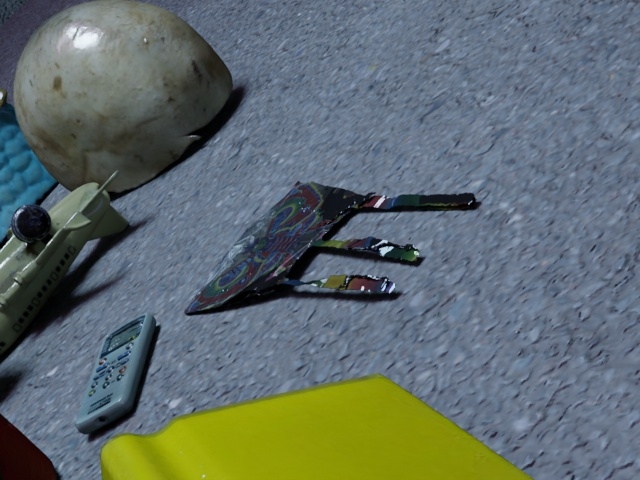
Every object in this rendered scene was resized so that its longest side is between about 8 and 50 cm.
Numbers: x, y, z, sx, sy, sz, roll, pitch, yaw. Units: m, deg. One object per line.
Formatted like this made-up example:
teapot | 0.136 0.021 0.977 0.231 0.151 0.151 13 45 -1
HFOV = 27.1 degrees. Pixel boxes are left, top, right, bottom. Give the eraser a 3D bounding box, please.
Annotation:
eraser | 0.002 0.130 0.582 0.158 0.069 0.226 -12 15 -18

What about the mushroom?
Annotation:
mushroom | -0.228 -0.177 1.452 0.254 0.189 0.195 -19 33 36

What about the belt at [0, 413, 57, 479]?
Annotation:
belt | -0.342 0.215 0.991 0.324 0.115 0.227 -19 29 42

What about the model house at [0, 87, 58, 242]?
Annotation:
model house | -0.484 -0.125 1.697 0.261 0.241 0.226 -13 37 49

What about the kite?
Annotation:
kite | 0.000 0.000 0.982 0.152 0.015 0.285 -50 24 -22

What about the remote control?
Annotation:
remote control | -0.159 0.103 1.038 0.053 0.018 0.124 -30 24 21

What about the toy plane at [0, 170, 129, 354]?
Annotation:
toy plane | -0.288 0.027 1.299 0.244 0.092 0.229 -45 7 -19
